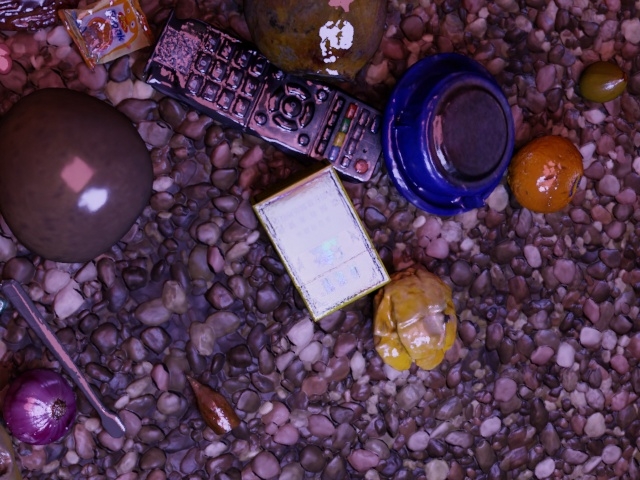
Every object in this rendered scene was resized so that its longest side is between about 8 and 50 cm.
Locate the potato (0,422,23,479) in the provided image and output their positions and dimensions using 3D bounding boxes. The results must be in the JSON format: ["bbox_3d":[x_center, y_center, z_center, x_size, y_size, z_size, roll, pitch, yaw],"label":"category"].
[{"bbox_3d":[-0.535,0.315,1.458,0.191,0.141,0.296,-41,108,-15],"label":"potato"}]

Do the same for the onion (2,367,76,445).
[{"bbox_3d":[-0.416,0.245,1.521,0.104,0.115,0.115,-6,96,27],"label":"onion"}]

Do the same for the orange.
[{"bbox_3d":[0.376,-0.114,1.739,0.117,0.135,0.135,30,82,18],"label":"orange"}]

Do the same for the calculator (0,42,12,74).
[{"bbox_3d":[-0.530,-0.271,1.494,0.166,0.024,0.103,3,91,-19],"label":"calculator"}]

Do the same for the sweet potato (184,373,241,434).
[{"bbox_3d":[-0.174,0.254,1.619,0.049,0.049,0.117,-39,97,-12],"label":"sweet potato"}]

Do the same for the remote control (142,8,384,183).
[{"bbox_3d":[-0.080,-0.214,1.620,0.398,0.062,0.145,25,85,-19],"label":"remote control"}]

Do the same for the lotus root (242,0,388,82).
[{"bbox_3d":[0.004,-0.408,1.544,0.250,0.250,0.346,5,86,-18],"label":"lotus root"}]

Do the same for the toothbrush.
[{"bbox_3d":[-0.386,0.177,1.558,0.030,0.030,0.297,-35,101,-4],"label":"toothbrush"}]

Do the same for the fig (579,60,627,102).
[{"bbox_3d":[0.493,-0.274,1.787,0.074,0.088,0.074,0,90,-36],"label":"fig"}]

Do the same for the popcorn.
[{"bbox_3d":[0.150,0.130,1.668,0.148,0.152,0.167,26,71,-17],"label":"popcorn"}]

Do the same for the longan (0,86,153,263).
[{"bbox_3d":[-0.357,-0.097,1.467,0.246,0.215,0.246,-4,77,20],"label":"longan"}]

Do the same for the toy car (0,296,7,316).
[{"bbox_3d":[-0.610,0.075,1.444,0.320,0.097,0.141,25,85,-17],"label":"toy car"}]

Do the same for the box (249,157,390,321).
[{"bbox_3d":[0.000,0.000,1.628,0.141,0.064,0.220,-29,107,-2],"label":"box"}]

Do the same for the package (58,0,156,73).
[{"bbox_3d":[-0.315,-0.317,1.541,0.120,0.031,0.108,-30,126,-17],"label":"package"}]

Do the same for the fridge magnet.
[{"bbox_3d":[0.214,-0.172,1.680,0.265,0.112,0.265,-3,96,-33],"label":"fridge magnet"}]

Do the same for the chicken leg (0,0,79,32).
[{"bbox_3d":[-0.495,-0.389,1.467,0.322,0.083,0.177,-3,77,-25],"label":"chicken leg"}]
